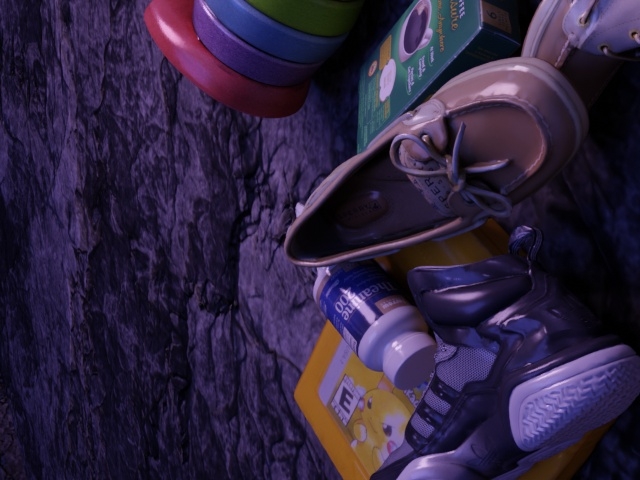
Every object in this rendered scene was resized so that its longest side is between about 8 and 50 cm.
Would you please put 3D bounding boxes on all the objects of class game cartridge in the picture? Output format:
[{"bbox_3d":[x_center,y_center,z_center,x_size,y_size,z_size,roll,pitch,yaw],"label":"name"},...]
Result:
[{"bbox_3d":[0.099,0.132,0.766,0.285,0.052,0.324,53,137,37],"label":"game cartridge"}]

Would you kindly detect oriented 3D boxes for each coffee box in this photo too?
[{"bbox_3d":[0.090,-0.149,0.700,0.184,0.040,0.113,-46,33,49],"label":"coffee box"}]

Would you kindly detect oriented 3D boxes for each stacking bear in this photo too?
[{"bbox_3d":[-0.019,-0.271,0.783,0.289,0.175,0.164,-55,49,36],"label":"stacking bear"}]

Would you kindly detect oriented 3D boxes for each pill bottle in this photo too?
[{"bbox_3d":[0.050,0.069,0.731,0.120,0.067,0.067,49,134,40],"label":"pill bottle"}]

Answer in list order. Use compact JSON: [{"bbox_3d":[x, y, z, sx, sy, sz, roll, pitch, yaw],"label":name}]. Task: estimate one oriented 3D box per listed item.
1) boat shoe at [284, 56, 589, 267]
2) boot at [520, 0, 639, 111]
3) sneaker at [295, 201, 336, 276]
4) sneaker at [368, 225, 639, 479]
[{"bbox_3d":[0.075,-0.039,0.640,0.105,0.089,0.285,52,144,-4],"label":"boat shoe"},{"bbox_3d":[0.220,-0.123,0.518,0.165,0.077,0.213,52,136,34],"label":"boot"},{"bbox_3d":[0.000,0.000,0.845,0.152,0.053,0.061,-116,38,-73],"label":"sneaker"},{"bbox_3d":[0.104,0.104,0.637,0.268,0.101,0.153,-47,56,40],"label":"sneaker"}]
